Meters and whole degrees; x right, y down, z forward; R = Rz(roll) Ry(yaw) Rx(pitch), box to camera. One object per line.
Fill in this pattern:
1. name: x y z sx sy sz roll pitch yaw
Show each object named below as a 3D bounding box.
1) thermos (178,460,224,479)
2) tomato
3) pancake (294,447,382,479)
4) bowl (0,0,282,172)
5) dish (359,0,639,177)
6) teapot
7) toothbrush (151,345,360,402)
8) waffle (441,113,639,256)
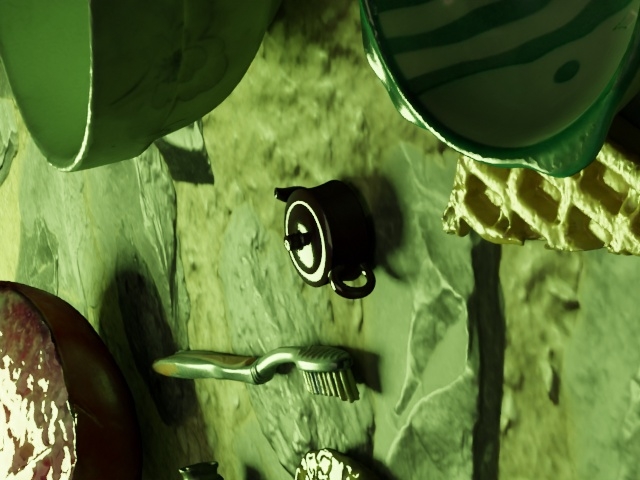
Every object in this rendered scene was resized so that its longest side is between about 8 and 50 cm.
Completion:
1. thermos: -0.079 0.279 1.027 0.073 0.083 0.188 -12 89 41
2. tomato: -0.269 0.205 1.248 0.289 0.176 0.335 -47 58 34
3. pancake: 0.030 0.238 0.844 0.199 0.021 0.199 36 132 52
4. bowl: -0.126 -0.207 0.794 0.307 0.163 0.307 37 134 52
5. dish: 0.088 -0.147 0.504 0.224 0.078 0.246 -41 66 60
6. teapot: 0.000 0.000 0.771 0.100 0.045 0.068 58 149 35
7. toothbrush: -0.066 0.099 0.960 0.375 0.028 0.037 -8 102 62
8. waffle: 0.123 0.002 0.550 0.191 0.032 0.125 53 143 41
